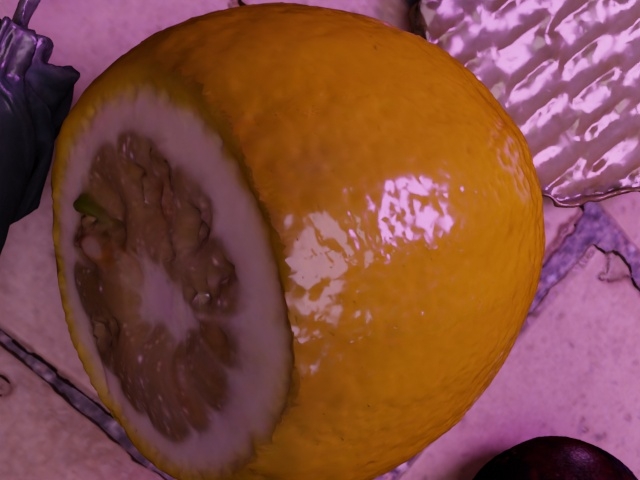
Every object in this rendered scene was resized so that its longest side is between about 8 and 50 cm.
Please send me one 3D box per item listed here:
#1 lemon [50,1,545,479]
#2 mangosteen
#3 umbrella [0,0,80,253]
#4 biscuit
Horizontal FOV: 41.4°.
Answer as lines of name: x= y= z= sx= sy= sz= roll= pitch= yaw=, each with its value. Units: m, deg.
lemon: x=0.000 y=0.000 z=0.437 sx=0.219 sy=0.240 sz=0.241 roll=-15 pitch=106 yaw=-41
mangosteen: x=0.166 y=0.211 z=0.570 sx=0.152 sy=0.152 sz=0.153 roll=-3 pitch=101 yaw=-17
umbrella: x=-0.205 y=-0.005 z=0.420 sx=0.094 sy=0.143 sz=0.349 roll=23 pitch=92 yaw=-2
biscuit: x=0.159 y=-0.120 z=0.564 sx=0.273 sy=0.036 sz=0.187 roll=35 pitch=88 yaw=-21
